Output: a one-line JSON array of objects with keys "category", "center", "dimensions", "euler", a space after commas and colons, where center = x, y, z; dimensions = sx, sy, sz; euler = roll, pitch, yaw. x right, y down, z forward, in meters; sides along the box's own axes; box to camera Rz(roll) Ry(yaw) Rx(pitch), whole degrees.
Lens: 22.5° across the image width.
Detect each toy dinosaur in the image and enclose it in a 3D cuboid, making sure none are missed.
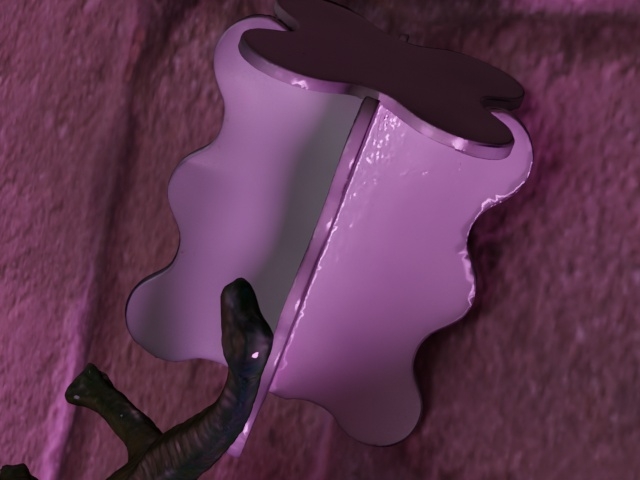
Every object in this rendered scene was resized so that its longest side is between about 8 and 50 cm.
[{"category": "toy dinosaur", "center": [-0.073, 0.187, 0.807], "dimensions": [0.301, 0.087, 0.447], "euler": [25, 127, 53]}]

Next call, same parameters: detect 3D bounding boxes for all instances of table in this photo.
[{"category": "table", "center": [0.000, 0.000, 0.807], "dimensions": [0.166, 0.166, 0.198], "euler": [43, 121, 42]}]
